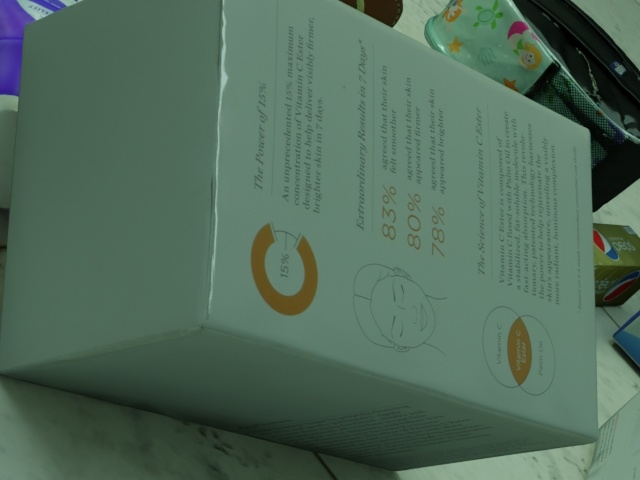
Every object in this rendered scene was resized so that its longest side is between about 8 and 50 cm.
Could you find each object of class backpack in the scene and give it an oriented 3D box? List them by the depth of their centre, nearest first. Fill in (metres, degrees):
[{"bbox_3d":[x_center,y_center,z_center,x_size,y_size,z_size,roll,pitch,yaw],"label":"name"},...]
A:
[{"bbox_3d":[0.212,-0.147,1.787,0.253,0.191,0.225,52,20,1],"label":"backpack"}]

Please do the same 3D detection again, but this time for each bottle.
[{"bbox_3d":[-0.186,-0.116,1.182,0.118,0.092,0.283,30,25,-16],"label":"bottle"}]

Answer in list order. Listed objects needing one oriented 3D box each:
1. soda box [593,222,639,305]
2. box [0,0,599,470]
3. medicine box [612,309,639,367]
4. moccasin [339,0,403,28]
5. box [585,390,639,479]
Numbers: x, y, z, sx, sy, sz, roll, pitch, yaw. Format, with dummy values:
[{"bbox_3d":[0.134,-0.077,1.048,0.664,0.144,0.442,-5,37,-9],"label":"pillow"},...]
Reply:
[{"bbox_3d":[0.257,0.023,1.730,0.058,0.061,0.181,53,24,21],"label":"soda box"},{"bbox_3d":[0.000,0.000,1.084,0.345,0.168,0.215,21,64,-45],"label":"box"},{"bbox_3d":[0.456,0.125,1.773,0.263,0.149,0.289,48,22,12],"label":"medicine box"},{"bbox_3d":[-0.052,-0.212,1.531,0.380,0.139,0.147,11,44,-57],"label":"moccasin"},{"bbox_3d":[0.315,0.160,1.357,0.127,0.231,0.262,41,22,-4],"label":"box"}]
